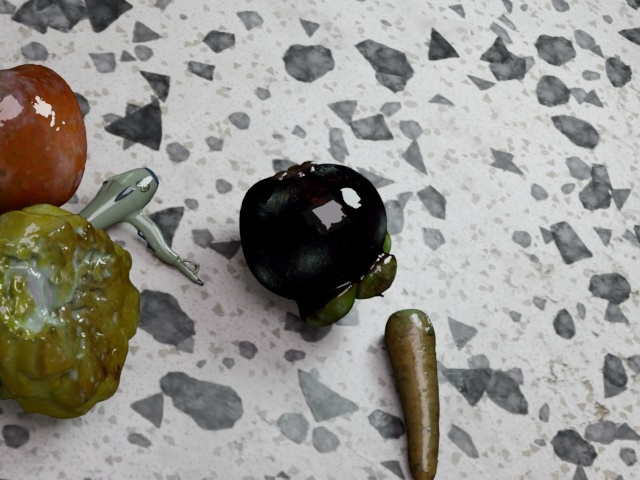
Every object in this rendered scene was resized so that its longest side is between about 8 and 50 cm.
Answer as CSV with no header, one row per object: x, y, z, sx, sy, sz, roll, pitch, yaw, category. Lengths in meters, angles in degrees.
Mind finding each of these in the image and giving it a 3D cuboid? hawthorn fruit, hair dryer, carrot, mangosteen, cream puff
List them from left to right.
-0.427,-0.127,1.747,0.235,0.263,0.231,-40,38,-8,hawthorn fruit
-0.362,0.088,1.628,0.185,0.282,0.282,-1,44,28,cream puff
-0.278,0.005,1.838,0.167,0.067,0.199,-24,84,-25,hair dryer
0.000,0.000,1.862,0.243,0.243,0.243,12,54,-17,mangosteen
0.141,0.240,1.847,0.078,0.078,0.298,7,61,-20,carrot
